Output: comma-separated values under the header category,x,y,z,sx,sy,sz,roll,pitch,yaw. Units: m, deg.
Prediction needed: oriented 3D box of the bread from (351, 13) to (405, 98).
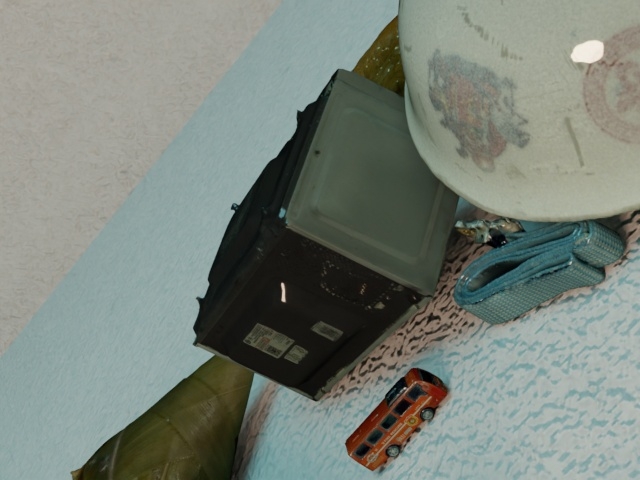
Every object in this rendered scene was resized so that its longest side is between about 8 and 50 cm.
category,x,y,z,sx,sy,sz,roll,pitch,yaw
bread,0.103,-0.169,1.370,0.380,0.109,0.185,137,147,-62

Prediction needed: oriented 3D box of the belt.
category,x,y,z,sx,sy,sz,roll,pitch,yaw
belt,0.194,0.011,1.037,0.179,0.065,0.100,-25,45,50

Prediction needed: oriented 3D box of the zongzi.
category,x,y,z,sx,sy,sz,roll,pitch,yaw
zongzi,-0.139,0.253,1.301,0.300,0.145,0.274,-48,26,3

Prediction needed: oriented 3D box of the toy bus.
category,x,y,z,sx,sy,sz,roll,pitch,yaw
toy bus,0.071,0.168,1.091,0.110,0.043,0.031,-50,22,15

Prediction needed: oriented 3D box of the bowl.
category,x,y,z,sx,sy,sz,roll,pitch,yaw
bowl,0.214,-0.248,0.985,0.435,0.196,0.434,-21,49,27

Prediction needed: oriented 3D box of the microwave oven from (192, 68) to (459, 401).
category,x,y,z,sx,sy,sz,roll,pitch,yaw
microwave oven,0.000,0.000,1.216,0.295,0.181,0.237,-49,17,54
